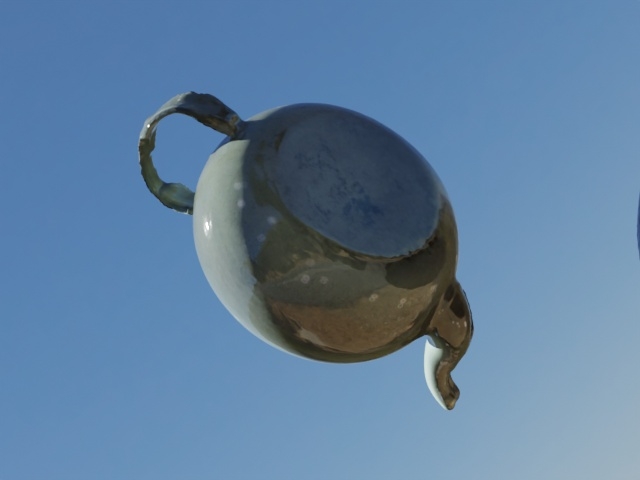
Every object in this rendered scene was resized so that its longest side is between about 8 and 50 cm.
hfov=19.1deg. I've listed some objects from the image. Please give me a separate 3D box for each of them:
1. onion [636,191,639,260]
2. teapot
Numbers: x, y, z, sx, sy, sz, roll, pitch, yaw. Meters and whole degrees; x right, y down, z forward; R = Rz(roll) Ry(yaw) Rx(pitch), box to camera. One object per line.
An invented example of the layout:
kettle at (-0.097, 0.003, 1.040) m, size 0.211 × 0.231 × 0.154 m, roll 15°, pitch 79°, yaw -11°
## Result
onion at (0.376, -0.022, 1.225) m, size 0.341 × 0.341 × 0.341 m, roll -41°, pitch -13°, yaw -12°
teapot at (0.000, 0.000, 1.324) m, size 0.129 × 0.294 × 0.193 m, roll -55°, pitch 2°, yaw 42°
